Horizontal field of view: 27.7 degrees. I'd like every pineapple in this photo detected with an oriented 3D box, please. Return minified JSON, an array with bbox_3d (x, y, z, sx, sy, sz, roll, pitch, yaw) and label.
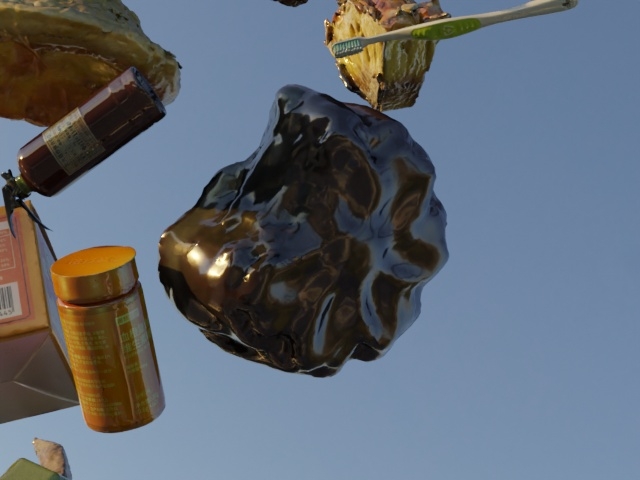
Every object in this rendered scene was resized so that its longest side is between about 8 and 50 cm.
[{"bbox_3d":[0.092,-0.281,1.895,0.236,0.114,0.186,-2,-79,66],"label":"pineapple"}]

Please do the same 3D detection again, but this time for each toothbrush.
[{"bbox_3d":[0.140,-0.227,1.364,0.263,0.026,0.022,-12,-57,6],"label":"toothbrush"}]

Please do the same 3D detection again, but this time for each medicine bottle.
[{"bbox_3d":[-0.234,0.110,1.443,0.096,0.096,0.192,3,-68,30],"label":"medicine bottle"}]

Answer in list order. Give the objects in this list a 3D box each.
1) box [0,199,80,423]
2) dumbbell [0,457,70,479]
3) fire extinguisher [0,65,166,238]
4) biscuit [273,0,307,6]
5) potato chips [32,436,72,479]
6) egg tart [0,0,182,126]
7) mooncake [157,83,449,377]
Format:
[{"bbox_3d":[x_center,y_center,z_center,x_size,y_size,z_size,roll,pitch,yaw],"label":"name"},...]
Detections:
[{"bbox_3d":[-0.483,0.112,1.734,0.283,0.214,0.259,-12,-27,-5],"label":"box"},{"bbox_3d":[-0.192,0.311,1.249,0.302,0.121,0.108,20,12,21],"label":"dumbbell"},{"bbox_3d":[-0.279,-0.095,1.497,0.099,0.231,0.071,53,4,2],"label":"fire extinguisher"},{"bbox_3d":[-0.088,-0.342,1.453,0.231,0.025,0.131,24,-36,-22],"label":"biscuit"},{"bbox_3d":[-0.400,0.378,1.909,0.080,0.407,0.057,-26,-70,1],"label":"potato chips"},{"bbox_3d":[-0.344,-0.256,1.711,0.341,0.132,0.341,3,-20,1],"label":"egg tart"},{"bbox_3d":[0.000,0.000,1.749,0.350,0.381,0.212,27,-3,-42],"label":"mooncake"}]
